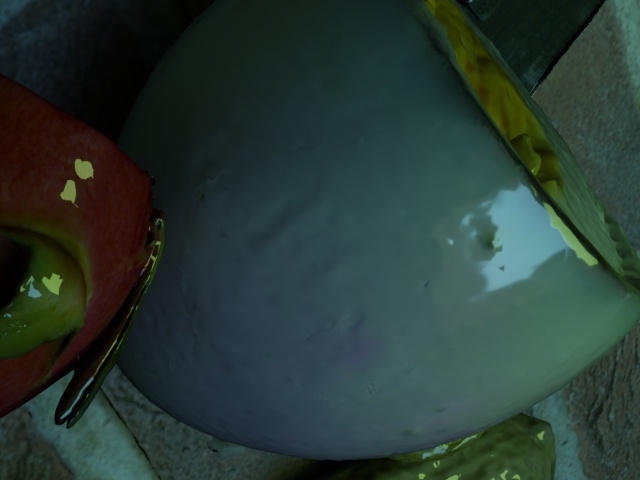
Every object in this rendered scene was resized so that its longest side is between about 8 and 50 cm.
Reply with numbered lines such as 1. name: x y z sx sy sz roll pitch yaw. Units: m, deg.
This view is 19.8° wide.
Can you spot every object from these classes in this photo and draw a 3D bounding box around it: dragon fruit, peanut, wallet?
1. dragon fruit: -0.258 0.027 1.042 0.305 0.305 0.225 49 55 -50
2. peanut: 0.084 0.246 1.679 0.291 0.159 0.143 -28 91 -33
3. wallet: 0.163 -0.195 1.471 0.317 0.044 0.169 -52 144 6

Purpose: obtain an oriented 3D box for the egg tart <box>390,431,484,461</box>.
1. egg tart: 0.100 0.082 1.583 0.241 0.106 0.241 -20 128 -29

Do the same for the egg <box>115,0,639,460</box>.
1. egg: 0.000 0.000 1.259 0.340 0.354 0.354 -36 142 13
